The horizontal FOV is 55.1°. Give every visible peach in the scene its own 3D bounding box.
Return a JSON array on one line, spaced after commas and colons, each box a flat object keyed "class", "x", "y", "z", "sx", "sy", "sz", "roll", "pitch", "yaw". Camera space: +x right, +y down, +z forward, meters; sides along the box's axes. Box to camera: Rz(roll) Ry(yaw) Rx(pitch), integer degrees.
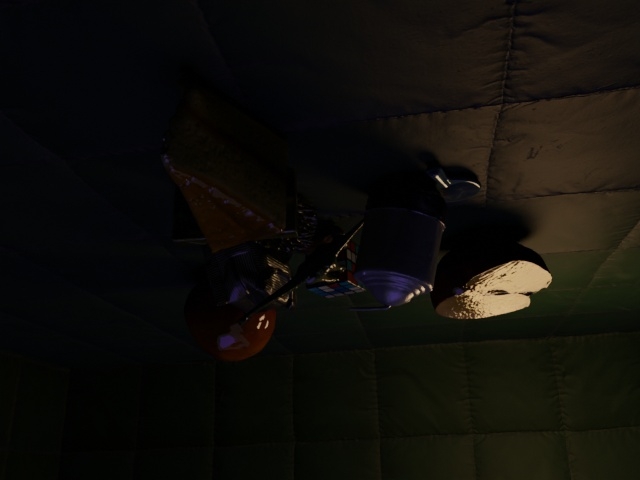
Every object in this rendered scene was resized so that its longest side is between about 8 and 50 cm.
[{"class": "peach", "x": -0.320, "y": 0.275, "z": 2.259, "sx": 0.301, "sy": 0.343, "sz": 0.343, "roll": -33, "pitch": 156, "yaw": -1}]

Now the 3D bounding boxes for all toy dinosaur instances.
[{"class": "toy dinosaur", "x": -0.038, "y": 0.072, "z": 1.782, "sx": 0.301, "sy": 0.087, "sz": 0.447, "roll": 8, "pitch": 122, "yaw": -56}]

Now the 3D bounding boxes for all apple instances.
[{"class": "apple", "x": 0.561, "y": 0.136, "z": 2.025, "sx": 0.365, "sy": 0.295, "sz": 0.329, "roll": 2, "pitch": -175, "yaw": -18}]

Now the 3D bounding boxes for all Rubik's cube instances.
[{"class": "Rubik's cube", "x": 0.049, "y": 0.091, "z": 2.026, "sx": 0.154, "sy": 0.155, "sz": 0.151, "roll": -12, "pitch": 159, "yaw": 25}]

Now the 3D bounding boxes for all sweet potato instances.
[{"class": "sweet potato", "x": -0.002, "y": -0.002, "z": 1.927, "sx": 0.055, "sy": 0.058, "sz": 0.202, "roll": 49, "pitch": 135, "yaw": -9}]

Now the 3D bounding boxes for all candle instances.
[{"class": "candle", "x": 0.206, "y": 0.028, "z": 1.603, "sx": 0.221, "sy": 0.342, "sz": 0.221, "roll": 10, "pitch": 164, "yaw": 3}]

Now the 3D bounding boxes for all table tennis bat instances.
[{"class": "table tennis bat", "x": 0.334, "y": -0.147, "z": 1.608, "sx": 0.149, "sy": 0.038, "sz": 0.237, "roll": -10, "pitch": 160, "yaw": 27}]

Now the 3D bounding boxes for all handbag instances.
[{"class": "handbag", "x": -0.214, "y": 0.105, "z": 1.929, "sx": 0.247, "sy": 0.240, "sz": 0.341, "roll": -13, "pitch": 155, "yaw": 16}]

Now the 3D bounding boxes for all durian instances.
[{"class": "durian", "x": -0.167, "y": -0.081, "z": 1.692, "sx": 0.394, "sy": 0.163, "sz": 0.198, "roll": 12, "pitch": -166, "yaw": -21}]

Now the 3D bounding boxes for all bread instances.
[{"class": "bread", "x": -0.246, "y": -0.158, "z": 1.273, "sx": 0.245, "sy": 0.233, "sz": 0.361, "roll": -13, "pitch": 152, "yaw": 31}]

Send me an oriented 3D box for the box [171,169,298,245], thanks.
[{"class": "box", "x": -0.212, "y": -0.082, "z": 1.535, "sx": 0.311, "sy": 0.173, "sz": 0.043, "roll": -5, "pitch": 158, "yaw": 5}]
